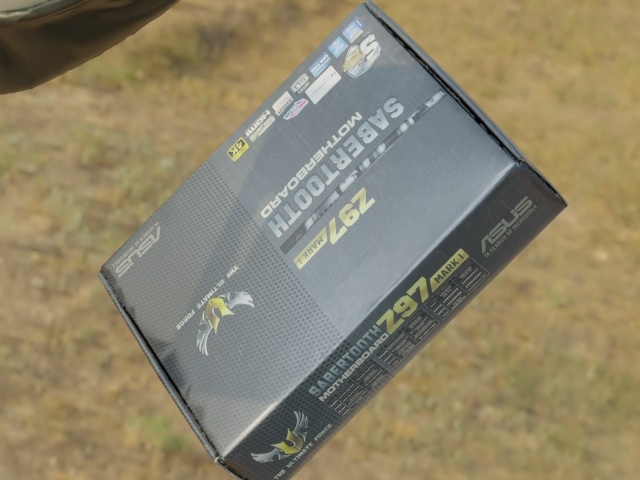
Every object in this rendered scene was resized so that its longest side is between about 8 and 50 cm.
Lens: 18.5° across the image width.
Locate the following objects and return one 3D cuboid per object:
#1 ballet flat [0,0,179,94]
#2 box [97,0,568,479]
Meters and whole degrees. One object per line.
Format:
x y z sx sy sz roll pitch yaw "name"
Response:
-0.041 -0.118 0.509 0.096 0.280 0.095 7 65 -56 "ballet flat"
0.000 0.000 1.104 0.059 0.232 0.183 37 11 -44 "box"
